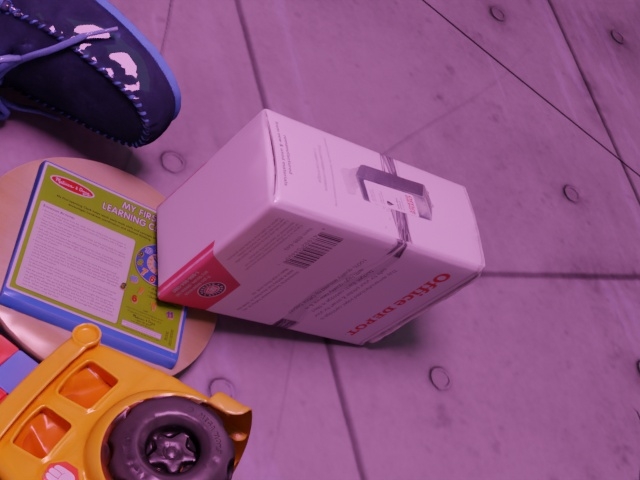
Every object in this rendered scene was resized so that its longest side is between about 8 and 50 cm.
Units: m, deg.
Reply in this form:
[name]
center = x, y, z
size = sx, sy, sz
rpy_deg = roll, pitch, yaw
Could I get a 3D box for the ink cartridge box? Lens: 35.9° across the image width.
[ink cartridge box]
center = 0.000, 0.000, 0.795
size = 0.218, 0.158, 0.092
rpy_deg = 19, 50, -36

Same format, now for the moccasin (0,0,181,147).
[moccasin]
center = -0.278, -0.165, 0.800
size = 0.342, 0.137, 0.117
rpy_deg = 30, 51, 8

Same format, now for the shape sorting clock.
[shape sorting clock]
center = -0.173, 0.022, 0.776
size = 0.206, 0.040, 0.206
rpy_deg = 21, 50, -28

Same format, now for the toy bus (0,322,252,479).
[toy bus]
center = -0.180, 0.159, 0.620
size = 0.211, 0.149, 0.220
rpy_deg = 32, 49, 8
